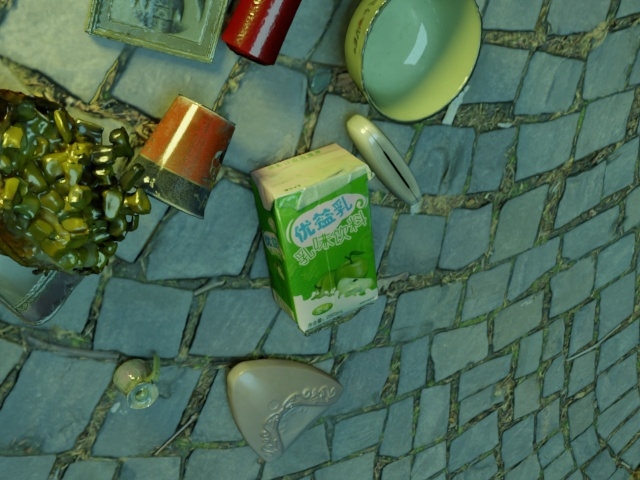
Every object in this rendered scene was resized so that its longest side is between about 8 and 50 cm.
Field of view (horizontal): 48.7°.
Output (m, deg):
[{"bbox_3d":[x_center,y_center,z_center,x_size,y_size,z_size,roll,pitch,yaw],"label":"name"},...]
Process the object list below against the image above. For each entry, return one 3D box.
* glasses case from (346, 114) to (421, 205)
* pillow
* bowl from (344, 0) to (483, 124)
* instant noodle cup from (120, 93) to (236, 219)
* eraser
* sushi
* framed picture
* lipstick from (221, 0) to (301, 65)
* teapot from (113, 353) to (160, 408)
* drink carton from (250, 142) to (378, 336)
[{"bbox_3d":[0.104,-0.126,1.133,0.049,0.074,0.193,-43,130,1],"label":"glasses case"},{"bbox_3d":[-0.415,0.016,0.920,0.131,0.038,0.232,-50,129,-4],"label":"pillow"},{"bbox_3d":[0.121,-0.285,1.026,0.211,0.112,0.211,-14,123,-23],"label":"bowl"},{"bbox_3d":[-0.181,-0.114,0.944,0.127,0.127,0.136,27,91,-39],"label":"instant noodle cup"},{"bbox_3d":[-0.082,0.293,1.273,0.204,0.059,0.243,-44,135,-2],"label":"eraser"},{"bbox_3d":[-0.328,-0.069,0.836,0.167,0.179,0.296,-44,130,-46],"label":"sushi"},{"bbox_3d":[-0.181,-0.347,0.869,0.173,0.010,0.231,5,114,-34],"label":"framed picture"},{"bbox_3d":[-0.046,-0.346,0.910,0.080,0.080,0.241,16,107,-37],"label":"lipstick"},{"bbox_3d":[-0.279,0.219,1.106,0.083,0.064,0.064,-45,131,-1],"label":"teapot"},{"bbox_3d":[0.000,0.000,1.121,0.161,0.108,0.271,-22,127,-19],"label":"drink carton"}]
